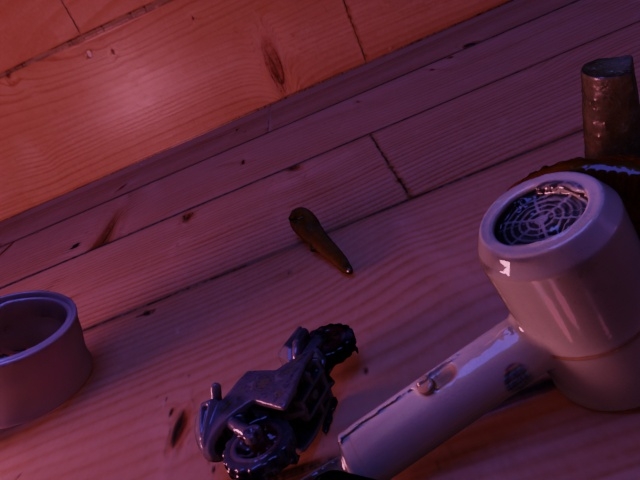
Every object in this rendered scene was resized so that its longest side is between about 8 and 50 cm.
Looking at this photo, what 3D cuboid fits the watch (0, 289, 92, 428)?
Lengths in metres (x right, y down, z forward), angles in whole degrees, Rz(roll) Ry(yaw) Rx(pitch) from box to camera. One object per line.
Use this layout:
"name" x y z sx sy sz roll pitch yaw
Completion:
"watch" -0.465 0.196 0.807 0.231 0.196 0.244 0 27 2

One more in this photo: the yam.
"yam" 0.359 -0.136 0.683 0.068 0.169 0.068 -13 31 8

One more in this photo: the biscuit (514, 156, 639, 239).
"biscuit" 0.250 0.001 0.475 0.188 0.188 0.027 4 56 48

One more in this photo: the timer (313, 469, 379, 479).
"timer" 0.022 0.235 0.332 0.144 0.055 0.187 1 38 31

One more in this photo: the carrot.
"carrot" 0.000 0.000 0.891 0.049 0.049 0.254 -28 28 -8

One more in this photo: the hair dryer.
"hair dryer" 0.100 0.116 0.438 0.357 0.173 0.107 -37 24 3

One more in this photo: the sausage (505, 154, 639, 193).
"sausage" 0.300 -0.048 0.646 0.179 0.089 0.089 -15 25 21

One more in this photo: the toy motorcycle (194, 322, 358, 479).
"toy motorcycle" -0.044 0.157 0.562 0.122 0.080 0.215 -7 24 29
